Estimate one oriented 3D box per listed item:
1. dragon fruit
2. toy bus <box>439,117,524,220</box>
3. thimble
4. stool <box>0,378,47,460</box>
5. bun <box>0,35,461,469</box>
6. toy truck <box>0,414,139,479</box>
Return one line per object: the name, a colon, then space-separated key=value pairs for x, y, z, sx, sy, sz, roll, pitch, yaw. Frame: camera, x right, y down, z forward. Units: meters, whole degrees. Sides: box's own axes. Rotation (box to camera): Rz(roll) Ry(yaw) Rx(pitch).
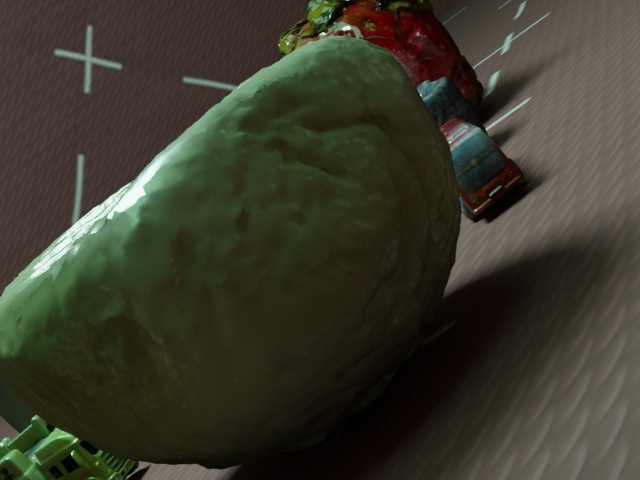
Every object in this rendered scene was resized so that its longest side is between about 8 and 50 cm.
dragon fruit: x=0.070 y=-0.215 z=1.845 sx=0.250 sy=0.269 sz=0.291 roll=-26 pitch=14 yaw=13
toy bus: x=0.135 y=-0.071 z=1.311 sx=0.065 sy=0.077 sz=0.192 roll=-40 pitch=7 yaw=4
thimble: x=0.109 y=-0.105 z=1.566 sx=0.150 sy=0.097 sz=0.150 roll=-37 pitch=8 yaw=7
stool: x=-0.356 y=0.217 z=1.487 sx=0.198 sy=0.195 sz=0.195 roll=-50 pitch=13 yaw=-34
bun: x=-0.048 y=0.031 z=0.981 sx=0.349 sy=0.227 sz=0.352 roll=-38 pitch=5 yaw=-2
toy truck: x=-0.256 y=0.220 z=1.308 sx=0.169 sy=0.100 sz=0.077 roll=-35 pitch=10 yaw=27
